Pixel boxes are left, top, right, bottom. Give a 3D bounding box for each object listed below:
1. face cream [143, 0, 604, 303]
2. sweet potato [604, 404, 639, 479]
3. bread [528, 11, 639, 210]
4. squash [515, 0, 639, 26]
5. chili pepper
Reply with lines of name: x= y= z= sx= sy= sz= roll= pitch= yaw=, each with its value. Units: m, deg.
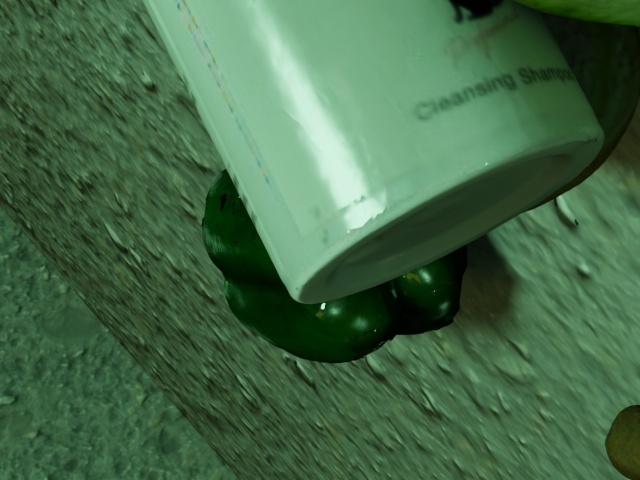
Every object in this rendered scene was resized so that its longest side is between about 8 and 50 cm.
face cream: x=-0.029 y=-0.167 z=0.692 sx=0.370 sy=0.145 sz=0.145 roll=63 pitch=165 yaw=10
sweet potato: x=0.220 y=0.118 z=0.998 sx=0.065 sy=0.051 sz=0.218 roll=53 pitch=164 yaw=12
bread: x=0.055 y=-0.120 z=0.833 sx=0.261 sy=0.158 sz=0.156 roll=50 pitch=175 yaw=14
squash: x=0.102 y=-0.167 z=0.591 sx=0.204 sy=0.155 sz=0.237 roll=-8 pitch=164 yaw=40
chili pepper: x=0.000 y=0.000 z=1.180 sx=0.174 sy=0.165 sz=0.261 roll=47 pitch=168 yaw=-19
